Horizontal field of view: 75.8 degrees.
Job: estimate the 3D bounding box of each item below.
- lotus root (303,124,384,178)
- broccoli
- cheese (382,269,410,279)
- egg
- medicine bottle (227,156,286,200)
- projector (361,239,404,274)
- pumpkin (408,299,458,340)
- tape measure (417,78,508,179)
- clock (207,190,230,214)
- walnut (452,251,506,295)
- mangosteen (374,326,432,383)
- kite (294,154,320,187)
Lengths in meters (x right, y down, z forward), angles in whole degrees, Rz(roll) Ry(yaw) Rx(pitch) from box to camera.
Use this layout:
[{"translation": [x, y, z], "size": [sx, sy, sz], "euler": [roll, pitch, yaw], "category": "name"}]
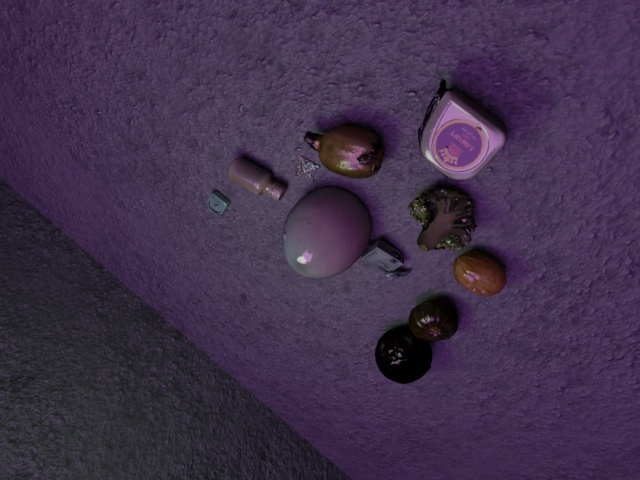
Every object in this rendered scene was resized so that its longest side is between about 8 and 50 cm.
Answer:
[{"translation": [0.080, -0.330, 1.498], "size": [0.310, 0.182, 0.182], "euler": [18, 131, 19], "category": "lotus root"}, {"translation": [0.414, -0.056, 1.493], "size": [0.242, 0.273, 0.180], "euler": [42, 166, -3], "category": "broccoli"}, {"translation": [0.325, 0.151, 1.779], "size": [0.121, 0.026, 0.067], "euler": [-5, 154, -13], "category": "cheese"}, {"translation": [0.000, 0.000, 1.680], "size": [0.355, 0.339, 0.354], "euler": [16, 132, 18], "category": "egg"}, {"translation": [-0.273, -0.259, 1.784], "size": [0.253, 0.114, 0.114], "euler": [30, 133, 6], "category": "medicine bottle"}, {"translation": [0.266, 0.069, 1.751], "size": [0.147, 0.061, 0.115], "euler": [31, 138, -19], "category": "projector"}, {"translation": [0.493, 0.345, 1.803], "size": [0.219, 0.162, 0.218], "euler": [-1, 134, -1], "category": "pumpkin"}, {"translation": [0.413, -0.328, 1.289], "size": [0.271, 0.133, 0.231], "euler": [39, 127, 2], "category": "tape measure"}, {"translation": [-0.511, -0.177, 2.031], "size": [0.101, 0.041, 0.135], "euler": [40, 134, -5], "category": "clock"}, {"translation": [0.606, 0.128, 1.568], "size": [0.207, 0.159, 0.159], "euler": [30, 133, 6], "category": "walnut"}, {"translation": [0.402, 0.557, 1.954], "size": [0.288, 0.233, 0.287], "euler": [2, 119, 3], "category": "mangosteen"}, {"translation": [-0.054, -0.288, 1.714], "size": [0.139, 0.011, 0.156], "euler": [-14, 115, 39], "category": "kite"}]
